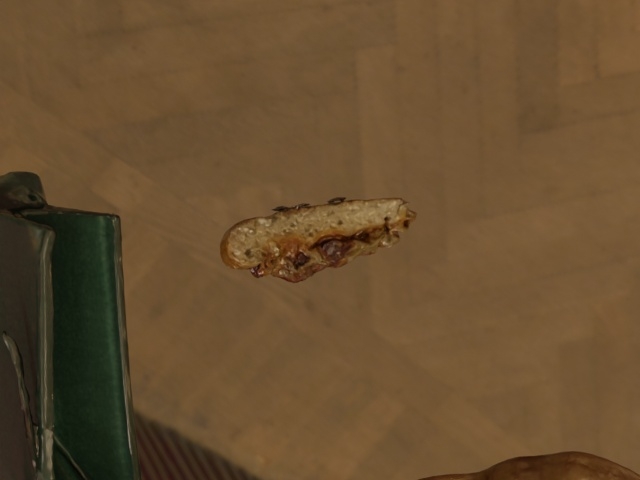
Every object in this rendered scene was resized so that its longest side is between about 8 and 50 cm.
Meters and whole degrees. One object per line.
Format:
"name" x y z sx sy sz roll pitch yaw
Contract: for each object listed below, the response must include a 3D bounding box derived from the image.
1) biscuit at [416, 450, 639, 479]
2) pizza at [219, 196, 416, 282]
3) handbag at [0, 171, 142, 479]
"biscuit" 0.123 0.239 1.111 0.183 0.047 0.320 11 140 -3
"pizza" 0.000 0.001 1.450 0.194 0.154 0.069 -9 84 1
"handbag" -0.238 0.065 0.917 0.089 0.326 0.238 -17 112 -41
